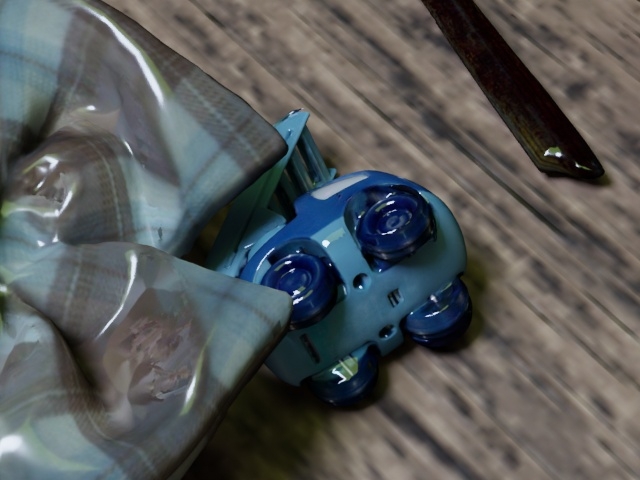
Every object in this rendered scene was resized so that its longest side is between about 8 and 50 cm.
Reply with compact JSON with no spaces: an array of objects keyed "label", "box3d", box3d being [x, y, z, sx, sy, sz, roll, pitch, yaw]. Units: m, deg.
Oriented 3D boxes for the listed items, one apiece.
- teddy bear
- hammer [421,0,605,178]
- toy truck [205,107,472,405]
[{"label":"teddy bear","box3d":[-0.259,0.028,0.556,0.362,0.375,0.327,22,50,-27]},{"label":"hammer","box3d":[0.042,-0.078,0.632,0.065,0.021,0.178,-27,58,-9]},{"label":"toy truck","box3d":[0.000,0.000,0.564,0.073,0.056,0.090,-32,44,-6]}]
